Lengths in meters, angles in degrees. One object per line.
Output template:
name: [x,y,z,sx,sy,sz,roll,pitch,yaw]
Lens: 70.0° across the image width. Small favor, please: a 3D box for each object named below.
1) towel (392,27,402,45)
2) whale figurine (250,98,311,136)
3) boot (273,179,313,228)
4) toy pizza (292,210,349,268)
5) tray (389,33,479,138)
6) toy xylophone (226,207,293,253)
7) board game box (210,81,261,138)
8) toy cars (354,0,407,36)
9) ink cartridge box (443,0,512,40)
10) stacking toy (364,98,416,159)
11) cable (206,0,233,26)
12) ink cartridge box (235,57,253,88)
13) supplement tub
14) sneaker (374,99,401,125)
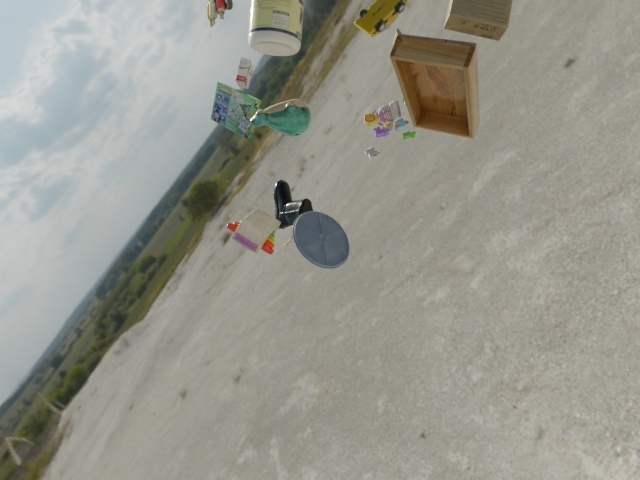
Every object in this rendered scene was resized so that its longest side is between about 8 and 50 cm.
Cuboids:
towel: [0.386,-0.934,2.205,0.027,0.148,0.110,-16,-17,-6]
whale figurine: [-0.166,-0.524,2.008,0.271,0.141,0.216,-16,-4,-34]
boot: [-0.123,-0.177,2.152,0.207,0.094,0.247,-7,79,42]
toy pizza: [0.000,0.000,1.411,0.032,0.201,0.201,-45,18,47]
tray: [0.342,-0.427,1.308,0.076,0.202,0.411,-69,-23,-5]
toy xylophone: [-0.221,-0.033,1.819,0.081,0.236,0.322,-58,-6,16]
board game box: [-0.467,-0.710,2.495,0.046,0.317,0.214,-15,-50,-51]
toy cars: [0.224,-0.870,1.597,0.087,0.176,0.395,46,-132,-68]
ink cartridge box: [0.624,-0.916,1.805,0.088,0.234,0.194,98,-173,-76]
stacking toy: [0.247,-0.388,1.580,0.221,0.167,0.052,-26,53,-14]
cable: [-0.428,-1.024,1.839,0.072,0.288,0.139,-20,13,-42]
ink cartridge box: [-0.424,-0.935,2.559,0.099,0.056,0.136,50,-127,-85]
supplement tub: [-0.191,-1.009,2.013,0.235,0.235,0.326,-158,73,-72]
sneaker: [0.274,-0.547,2.005,0.104,0.095,0.236,-6,21,29]
